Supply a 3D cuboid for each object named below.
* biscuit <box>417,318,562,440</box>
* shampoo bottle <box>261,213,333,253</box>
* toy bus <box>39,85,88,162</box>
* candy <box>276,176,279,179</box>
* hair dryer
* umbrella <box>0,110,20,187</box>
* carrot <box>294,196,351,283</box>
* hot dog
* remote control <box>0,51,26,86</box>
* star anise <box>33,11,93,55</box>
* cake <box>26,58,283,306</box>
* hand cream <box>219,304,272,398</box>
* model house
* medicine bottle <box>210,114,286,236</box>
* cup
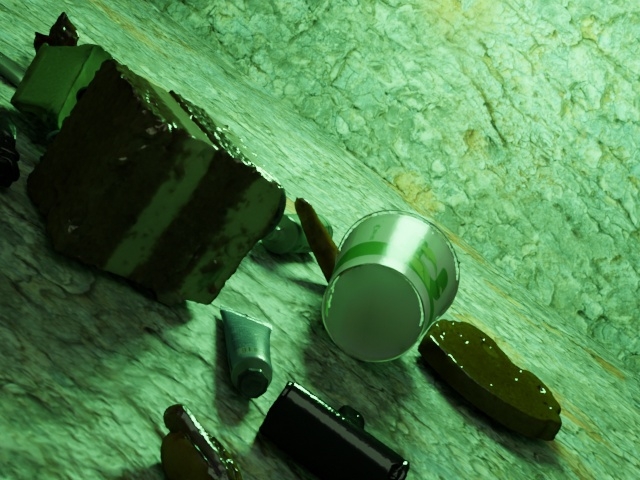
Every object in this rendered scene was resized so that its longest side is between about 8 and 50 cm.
[{"bbox_3d":[0.349,0.280,2.201,0.359,0.074,0.381,34,11,-10],"label":"biscuit"},{"bbox_3d":[-0.057,-0.015,2.185,0.085,0.085,0.262,39,14,16],"label":"shampoo bottle"},{"bbox_3d":[-0.366,-0.175,1.742,0.114,0.201,0.098,29,15,-33],"label":"toy bus"},{"bbox_3d":[-0.115,-0.088,2.222,0.093,0.092,0.335,54,0,-15],"label":"candy"},{"bbox_3d":[0.025,0.273,1.467,0.197,0.089,0.251,34,4,5],"label":"hair dryer"},{"bbox_3d":[-0.499,-0.148,1.641,0.066,0.059,0.235,55,2,-28],"label":"umbrella"},{"bbox_3d":[0.000,0.000,2.132,0.209,0.061,0.061,61,4,-21],"label":"carrot"},{"bbox_3d":[-0.133,0.245,1.180,0.090,0.060,0.140,28,11,-46],"label":"hot dog"},{"bbox_3d":[-0.665,-0.382,2.084,0.261,0.029,0.067,38,14,12],"label":"remote control"},{"bbox_3d":[-0.521,-0.366,2.193,0.196,0.111,0.212,66,-12,-9],"label":"star anise"},{"bbox_3d":[-0.253,-0.084,1.613,0.290,0.255,0.282,30,12,-39],"label":"cake"},{"bbox_3d":[-0.105,0.159,1.562,0.091,0.058,0.271,20,13,-12],"label":"hand cream"},{"bbox_3d":[-0.447,-0.240,1.916,0.189,0.195,0.214,16,-14,32],"label":"model house"},{"bbox_3d":[-0.194,-0.122,2.058,0.165,0.165,0.273,23,17,-43],"label":"medicine bottle"},{"bbox_3d":[0.119,0.092,1.971,0.253,0.253,0.274,36,21,3],"label":"cup"}]
